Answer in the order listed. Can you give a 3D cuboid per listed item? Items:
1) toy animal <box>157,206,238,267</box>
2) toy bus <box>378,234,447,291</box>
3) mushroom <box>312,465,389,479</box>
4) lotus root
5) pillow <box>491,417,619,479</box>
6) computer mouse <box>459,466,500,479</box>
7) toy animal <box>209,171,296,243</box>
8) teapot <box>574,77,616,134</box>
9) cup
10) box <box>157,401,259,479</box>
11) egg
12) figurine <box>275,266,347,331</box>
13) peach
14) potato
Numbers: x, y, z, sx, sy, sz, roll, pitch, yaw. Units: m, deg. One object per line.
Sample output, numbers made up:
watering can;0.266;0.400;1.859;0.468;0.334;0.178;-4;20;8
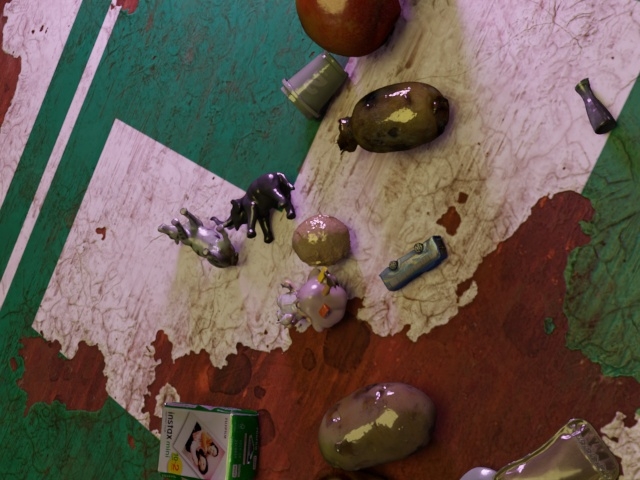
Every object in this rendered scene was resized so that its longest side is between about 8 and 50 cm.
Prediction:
toy animal;-0.303;-0.017;2.235;0.255;0.170;0.090;31;77;37
toy bus;0.194;0.048;1.926;0.153;0.051;0.061;-35;75;26
mushroom;0.030;0.527;1.853;0.227;0.217;0.148;-1;82;37
lotus root;0.139;-0.253;1.957;0.278;0.154;0.154;-11;75;35
pillow;0.421;0.423;1.675;0.217;0.033;0.130;-35;64;7
computer mouse;0.290;0.539;1.752;0.128;0.079;0.231;26;100;39
toy animal;-0.156;-0.062;2.186;0.269;0.082;0.137;-34;60;31
teapot;0.515;-0.255;1.750;0.043;0.043;0.111;-34;59;27
cup;-0.008;-0.357;2.117;0.141;0.120;0.120;-41;59;7
box;-0.263;0.471;2.153;0.250;0.103;0.180;-3;79;36
egg;0.000;0.000;2.041;0.140;0.118;0.116;4;124;28
figurine;-0.016;0.135;2.032;0.229;0.112;0.137;-18;63;47
peach;0.059;-0.511;2.016;0.231;0.231;0.231;-7;77;35
potato;0.113;0.373;1.867;0.262;0.165;0.165;-28;66;20
